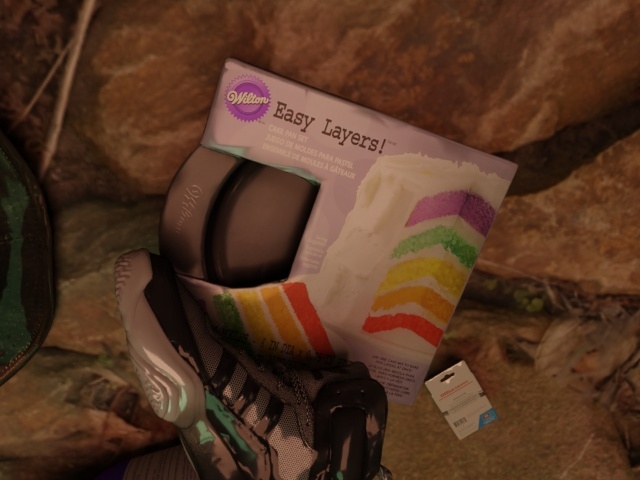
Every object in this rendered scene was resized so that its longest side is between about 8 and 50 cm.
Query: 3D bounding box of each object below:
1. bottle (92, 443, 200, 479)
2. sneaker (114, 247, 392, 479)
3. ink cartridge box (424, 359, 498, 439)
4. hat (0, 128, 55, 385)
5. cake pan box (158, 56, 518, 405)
[{"bbox_3d":[-0.163,0.259,0.493,0.283,0.118,0.092,-16,112,-3],"label":"bottle"},{"bbox_3d":[-0.044,0.110,0.411,0.153,0.101,0.268,-26,95,-17],"label":"sneaker"},{"bbox_3d":[0.142,0.159,0.548,0.048,0.028,0.083,-31,108,3],"label":"ink cartridge box"},{"bbox_3d":[-0.347,0.043,0.352,0.332,0.134,0.331,-10,120,-18],"label":"hat"},{"bbox_3d":[0.000,0.000,0.463,0.267,0.070,0.245,18,102,-12],"label":"cake pan box"}]
